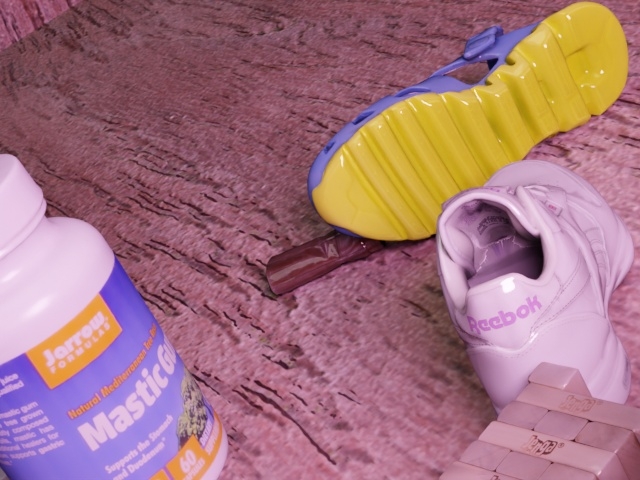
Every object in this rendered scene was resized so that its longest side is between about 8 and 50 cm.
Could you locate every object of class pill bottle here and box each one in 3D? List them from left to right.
[{"bbox_3d":[-0.191,0.080,0.955,0.152,0.272,0.152,-23,26,12],"label":"pill bottle"}]

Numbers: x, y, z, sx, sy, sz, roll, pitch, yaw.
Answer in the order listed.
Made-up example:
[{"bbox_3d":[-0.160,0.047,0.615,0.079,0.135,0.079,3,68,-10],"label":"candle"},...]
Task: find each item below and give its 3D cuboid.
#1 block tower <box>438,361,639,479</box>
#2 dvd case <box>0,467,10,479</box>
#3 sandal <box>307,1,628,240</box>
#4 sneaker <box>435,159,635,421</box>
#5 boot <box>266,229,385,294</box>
[{"bbox_3d":[0.063,0.207,0.677,0.335,0.091,0.097,-43,30,-27],"label":"block tower"},{"bbox_3d":[-0.345,0.229,1.096,0.253,0.022,0.180,-42,28,-11],"label":"dvd case"},{"bbox_3d":[0.118,-0.101,1.170,0.317,0.126,0.138,-30,21,-22],"label":"sandal"},{"bbox_3d":[0.143,0.001,0.905,0.114,0.152,0.305,-23,24,16],"label":"sneaker"},{"bbox_3d":[0.000,0.000,1.190,0.114,0.037,0.106,-27,23,14],"label":"boot"}]
